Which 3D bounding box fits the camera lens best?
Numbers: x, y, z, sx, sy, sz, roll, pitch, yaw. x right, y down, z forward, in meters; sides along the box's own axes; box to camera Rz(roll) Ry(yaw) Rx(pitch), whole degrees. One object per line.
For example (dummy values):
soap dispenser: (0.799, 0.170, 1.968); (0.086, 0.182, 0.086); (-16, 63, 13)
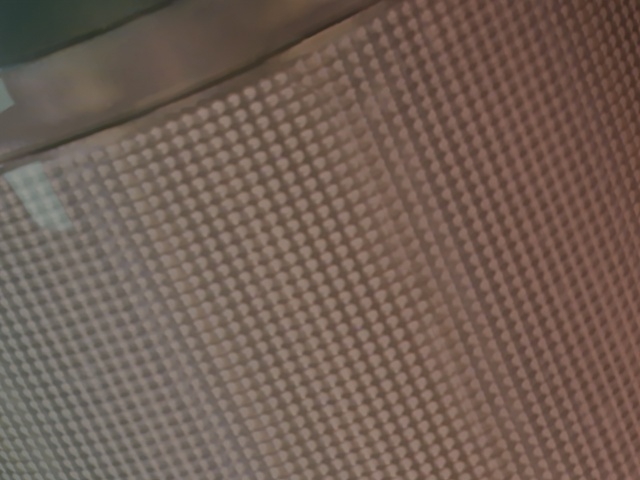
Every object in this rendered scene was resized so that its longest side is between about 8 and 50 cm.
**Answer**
camera lens: (0.000, 0.000, 0.460); (0.219, 0.219, 0.274); (15, 136, 52)
